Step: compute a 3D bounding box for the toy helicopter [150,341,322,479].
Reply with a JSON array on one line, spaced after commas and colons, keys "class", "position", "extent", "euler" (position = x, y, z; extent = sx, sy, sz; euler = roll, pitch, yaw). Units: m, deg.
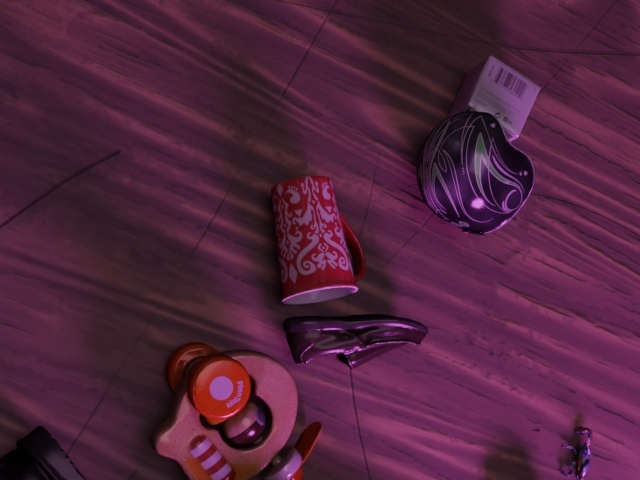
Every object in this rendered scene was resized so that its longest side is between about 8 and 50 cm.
[{"class": "toy helicopter", "position": [-0.131, 0.325, 1.418], "extent": [0.234, 0.140, 0.355], "euler": [24, 84, -23]}]

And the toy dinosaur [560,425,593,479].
[{"class": "toy dinosaur", "position": [0.410, 0.339, 1.638], "extent": [0.082, 0.047, 0.090], "euler": [-50, 131, -29]}]

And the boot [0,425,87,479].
[{"class": "boot", "position": [-0.364, 0.434, 1.290], "extent": [0.260, 0.131, 0.348], "euler": [-37, 82, -28]}]

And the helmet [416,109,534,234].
[{"class": "helmet", "position": [0.226, -0.108, 1.585], "extent": [0.161, 0.169, 0.169], "euler": [41, 69, -25]}]

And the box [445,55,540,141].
[{"class": "box", "position": [0.275, -0.219, 1.662], "extent": [0.101, 0.087, 0.102], "euler": [30, 72, -11]}]

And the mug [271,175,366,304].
[{"class": "mug", "position": [-0.010, 0.002, 1.529], "extent": [0.113, 0.150, 0.169], "euler": [-14, 78, 16]}]

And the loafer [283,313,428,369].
[{"class": "loafer", "position": [0.051, 0.149, 1.527], "extent": [0.219, 0.080, 0.078], "euler": [1, 89, -14]}]
